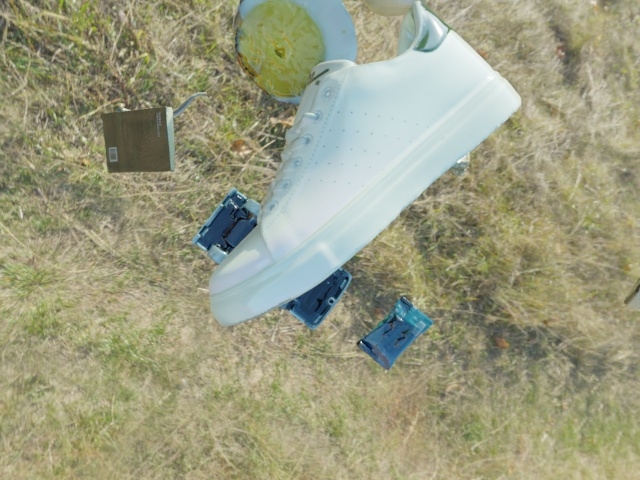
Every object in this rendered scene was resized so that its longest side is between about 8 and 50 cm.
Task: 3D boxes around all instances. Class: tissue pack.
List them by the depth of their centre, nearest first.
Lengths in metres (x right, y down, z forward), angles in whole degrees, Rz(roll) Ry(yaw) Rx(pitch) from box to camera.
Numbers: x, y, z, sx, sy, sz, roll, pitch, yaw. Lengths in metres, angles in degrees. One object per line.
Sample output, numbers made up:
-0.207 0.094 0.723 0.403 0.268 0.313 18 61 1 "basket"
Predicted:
0.146 0.185 0.901 0.085 0.028 0.138 41 100 3 "tissue pack"

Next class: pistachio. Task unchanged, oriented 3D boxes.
0.188 -0.662 1.180 0.200 0.117 0.145 5 125 -3 "pistachio"

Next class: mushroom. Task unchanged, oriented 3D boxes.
-0.504 -0.416 1.438 0.306 0.043 0.068 -4 127 5 "mushroom"

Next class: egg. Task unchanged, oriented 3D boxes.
-0.068 -0.551 1.230 0.337 0.337 0.201 33 29 -25 "egg"

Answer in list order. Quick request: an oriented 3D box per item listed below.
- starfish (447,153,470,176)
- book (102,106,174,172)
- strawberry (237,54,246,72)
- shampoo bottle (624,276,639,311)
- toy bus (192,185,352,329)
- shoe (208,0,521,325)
0.184 -0.183 0.659 0.071 0.238 0.216 8 77 -2 "starfish"
-0.468 -0.254 1.167 0.024 0.228 0.160 -15 106 -63 "book"
-0.228 -0.667 1.636 0.131 0.148 0.131 3 83 -27 "strawberry"
0.711 0.147 0.809 0.071 0.284 0.153 -60 152 -4 "shampoo bottle"
-0.088 0.037 0.868 0.271 0.165 0.133 37 83 -3 "toy bus"
0.010 -0.081 0.434 0.363 0.132 0.160 -39 94 -5 "shoe"
